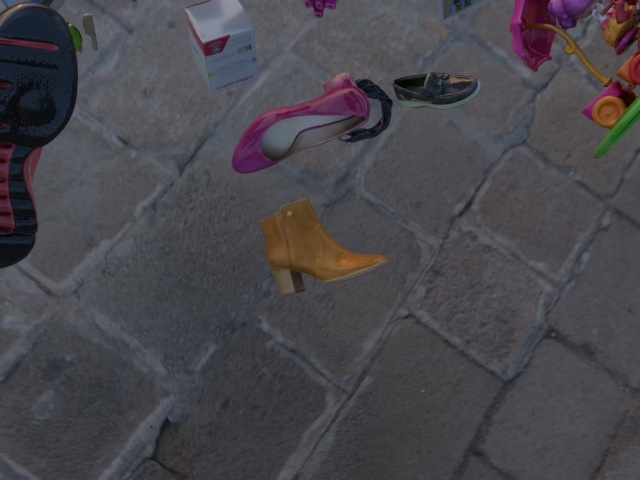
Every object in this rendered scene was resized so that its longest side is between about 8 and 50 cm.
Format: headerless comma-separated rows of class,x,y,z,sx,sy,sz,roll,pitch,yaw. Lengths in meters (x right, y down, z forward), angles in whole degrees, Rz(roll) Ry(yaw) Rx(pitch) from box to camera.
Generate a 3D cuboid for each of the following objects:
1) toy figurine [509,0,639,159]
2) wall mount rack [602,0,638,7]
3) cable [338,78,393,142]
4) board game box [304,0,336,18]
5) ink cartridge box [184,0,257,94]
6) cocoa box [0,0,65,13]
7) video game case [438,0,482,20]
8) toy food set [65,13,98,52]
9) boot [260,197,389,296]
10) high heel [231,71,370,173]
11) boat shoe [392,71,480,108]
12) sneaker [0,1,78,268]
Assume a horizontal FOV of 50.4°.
toy figurine,0.254,-0.191,0.624,0.159,0.173,0.130,44,39,14
wall mount rack,0.374,-0.432,0.777,0.130,0.304,0.350,23,80,1
cable,0.101,-0.324,1.681,0.184,0.047,0.151,-20,96,-28
board game box,0.019,-0.685,1.454,0.389,0.389,0.050,31,51,-42
ink cartridge box,-0.233,-0.464,1.616,0.128,0.176,0.127,-23,65,-14
cocoa box,-0.580,-0.453,1.013,0.347,0.231,0.228,53,48,-18
video game case,0.369,-0.642,1.742,0.143,0.157,0.019,-25,72,5
toy food set,-0.619,-0.467,1.579,0.191,0.132,0.039,-6,63,-10
boot,0.000,0.000,1.584,0.294,0.104,0.212,-15,85,22
high heel,-0.033,-0.154,1.034,0.244,0.082,0.117,-29,40,12
boat shoe,0.268,-0.363,1.620,0.073,0.223,0.080,42,63,-43
sneaker,-0.369,-0.126,0.770,0.115,0.314,0.136,6,29,-39
